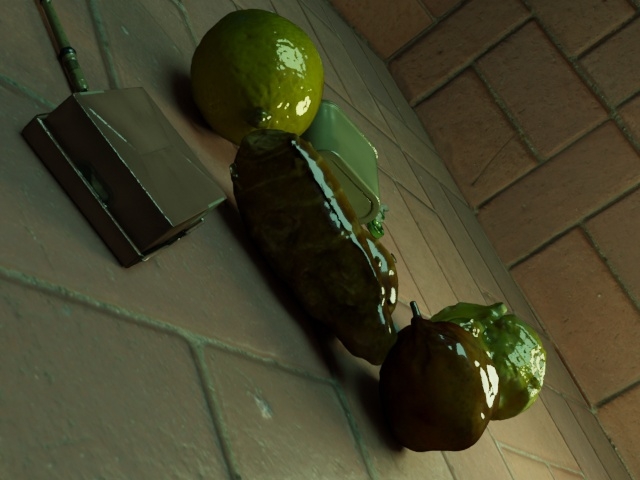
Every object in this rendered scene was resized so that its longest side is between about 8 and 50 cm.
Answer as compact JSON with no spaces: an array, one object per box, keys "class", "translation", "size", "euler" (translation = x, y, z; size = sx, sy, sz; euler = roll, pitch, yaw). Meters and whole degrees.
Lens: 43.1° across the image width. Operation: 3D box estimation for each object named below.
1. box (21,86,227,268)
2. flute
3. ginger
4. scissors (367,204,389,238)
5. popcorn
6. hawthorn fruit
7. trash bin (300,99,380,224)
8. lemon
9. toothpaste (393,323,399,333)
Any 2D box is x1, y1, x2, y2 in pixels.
[{"class":"box","translation":[-0.240,-0.091,1.051],"size":[0.215,0.086,0.215],"euler":[53,19,-3]},{"class":"flute","translation":[-0.380,-0.300,1.179],"size":[0.027,0.027,0.233],"euler":[22,37,-59]},{"class":"ginger","translation":[0.000,0.000,1.354],"size":[0.418,0.176,0.254],"euler":[56,11,-3]},{"class":"scissors","translation":[0.141,-0.064,2.053],"size":[0.101,0.027,0.204],"euler":[57,20,-1]},{"class":"popcorn","translation":[0.308,0.247,1.585],"size":[0.276,0.277,0.225],"euler":[-35,123,-72]},{"class":"hawthorn fruit","translation":[0.182,0.217,1.332],"size":[0.208,0.208,0.248],"euler":[-74,145,-68]},{"class":"trash bin","translation":[0.044,-0.182,1.889],"size":[0.243,0.121,0.247],"euler":[44,24,-28]},{"class":"lemon","translation":[-0.115,-0.293,1.481],"size":[0.267,0.267,0.267],"euler":[47,19,-22]},{"class":"toothpaste","translation":[0.151,0.198,1.619],"size":[0.024,0.015,0.083],"euler":[38,27,-19]}]
